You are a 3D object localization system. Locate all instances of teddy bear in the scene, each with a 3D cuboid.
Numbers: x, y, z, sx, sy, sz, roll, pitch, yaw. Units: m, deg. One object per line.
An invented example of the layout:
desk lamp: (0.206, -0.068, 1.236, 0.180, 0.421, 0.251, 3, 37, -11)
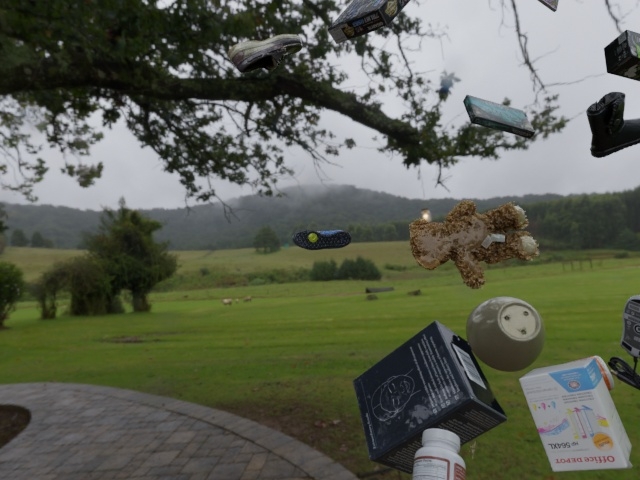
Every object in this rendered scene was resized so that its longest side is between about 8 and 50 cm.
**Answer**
teddy bear: (0.409, 0.002, 1.114, 0.337, 0.245, 0.113, -26, -14, -3)

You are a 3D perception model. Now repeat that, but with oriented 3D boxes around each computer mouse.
computer mouse: (0.602, 0.190, 0.763, 0.042, 0.193, 0.106, -10, 19, -17)

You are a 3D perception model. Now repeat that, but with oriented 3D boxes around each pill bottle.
pill bottle: (0.274, 0.565, 0.957, 0.121, 0.121, 0.216, -7, 41, 27)
pill bottle: (0.903, 0.499, 1.473, 0.220, 0.121, 0.121, -21, -5, 15)

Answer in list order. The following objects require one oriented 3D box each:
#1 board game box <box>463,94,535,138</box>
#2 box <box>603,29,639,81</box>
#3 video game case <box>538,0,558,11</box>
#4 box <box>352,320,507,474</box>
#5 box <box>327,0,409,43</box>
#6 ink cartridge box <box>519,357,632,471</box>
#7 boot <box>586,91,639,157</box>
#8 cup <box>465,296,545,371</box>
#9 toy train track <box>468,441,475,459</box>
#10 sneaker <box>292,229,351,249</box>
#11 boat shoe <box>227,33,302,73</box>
board game box: (0.511, -0.357, 1.185, 0.186, 0.126, 0.026, 12, -45, -8)
box: (0.602, -0.353, 0.789, 0.083, 0.062, 0.052, 10, -17, -11)
video game case: (0.682, -0.755, 1.228, 0.087, 0.122, 0.011, 20, -12, -18)
box: (0.335, 0.518, 1.351, 0.211, 0.294, 0.395, 35, -65, -29)
box: (0.204, -0.828, 1.423, 0.073, 0.296, 0.293, 46, -15, -34)
ink cartridge box: (0.363, 0.253, 0.581, 0.092, 0.143, 0.089, -27, -22, 35)
boot: (1.065, -0.430, 1.446, 0.246, 0.207, 0.094, -26, 37, 8)
cup: (0.819, 0.378, 1.773, 0.330, 0.332, 0.237, -7, -26, 5)
toy train track: (0.420, 0.577, 1.141, 0.014, 0.048, 0.083, 9, -13, 25)
sneaker: (0.000, 0.000, 1.429, 0.209, 0.069, 0.082, -1, -4, -19)
boat shoe: (-0.177, -0.633, 1.413, 0.285, 0.093, 0.102, -26, 1, -31)
